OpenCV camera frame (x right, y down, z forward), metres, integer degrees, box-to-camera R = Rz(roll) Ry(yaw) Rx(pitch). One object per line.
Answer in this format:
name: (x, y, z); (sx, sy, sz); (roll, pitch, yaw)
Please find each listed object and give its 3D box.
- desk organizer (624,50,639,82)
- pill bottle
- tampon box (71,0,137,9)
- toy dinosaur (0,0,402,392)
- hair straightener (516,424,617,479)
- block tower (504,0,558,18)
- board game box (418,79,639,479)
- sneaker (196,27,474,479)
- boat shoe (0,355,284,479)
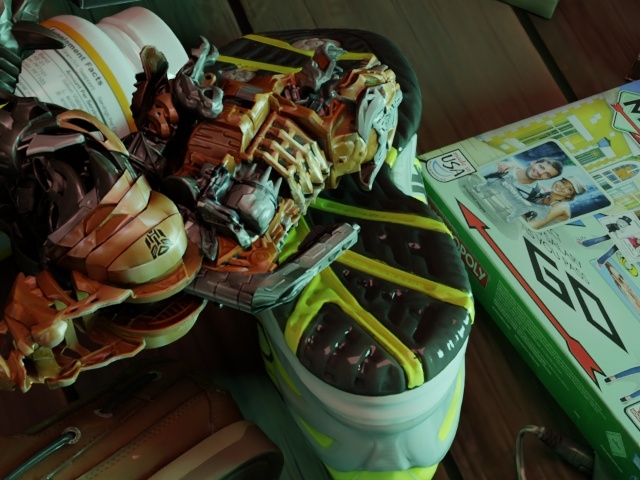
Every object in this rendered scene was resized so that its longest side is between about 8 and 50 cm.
desk organizer: (0.285, -0.115, 1.270); (0.130, 0.050, 0.047); (27, 56, 10)
pill bottle: (-0.183, -0.062, 1.122); (0.215, 0.117, 0.117); (-32, 65, -27)
tampon box: (-0.130, -0.227, 1.211); (0.120, 0.101, 0.161); (-13, 23, -18)
toy dinosaur: (-0.110, -0.020, 0.935); (0.322, 0.164, 0.218); (-23, 50, -40)
hair straightener: (0.205, 0.183, 1.053); (0.230, 0.047, 0.089); (34, 57, 15)
block tower: (0.201, -0.319, 1.375); (0.097, 0.091, 0.335); (23, 56, 7)
board game box: (0.223, 0.036, 1.133); (0.214, 0.046, 0.317); (-20, 54, -23)
sneaker: (0.000, 0.000, 1.105); (0.145, 0.147, 0.384); (-3, 37, -3)
boat shoe: (-0.168, 0.164, 0.984); (0.307, 0.110, 0.104); (-26, 59, -35)
